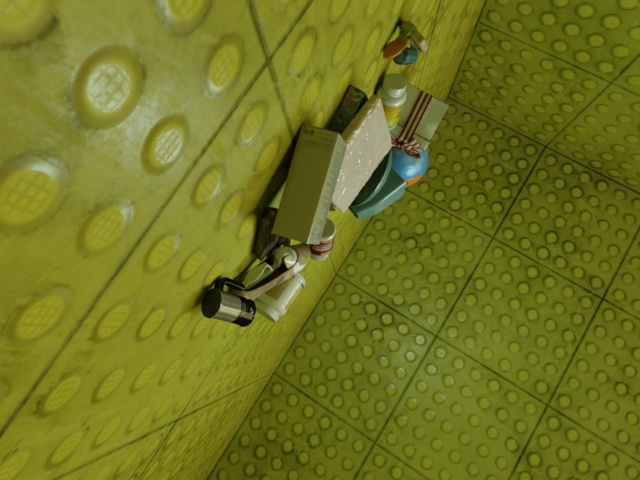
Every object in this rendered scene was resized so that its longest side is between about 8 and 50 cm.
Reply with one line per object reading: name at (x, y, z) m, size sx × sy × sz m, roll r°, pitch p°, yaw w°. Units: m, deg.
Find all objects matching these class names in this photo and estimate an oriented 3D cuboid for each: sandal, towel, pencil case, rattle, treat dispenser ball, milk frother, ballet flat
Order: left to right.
milk frother at (-0.286, 0.190, 1.219) m, size 0.143 × 0.129 × 0.135 m, roll -33°, pitch 142°, yaw 24°
ballet flat at (-0.167, -0.022, 1.288) m, size 0.084 × 0.058 × 0.250 m, roll -48°, pitch 170°, yaw -33°
ballet flat at (-0.155, 0.092, 1.381) m, size 0.316 × 0.107 × 0.106 m, roll -39°, pitch 154°, yaw -25°
sandal at (-0.124, 0.002, 1.507) m, size 0.219 × 0.060 × 0.090 m, roll -51°, pitch 167°, yaw -35°
towel at (0.117, -0.278, 1.427) m, size 0.332 × 0.053 × 0.317 m, roll -55°, pitch 158°, yaw -2°
treat dispenser ball at (0.419, -0.422, 2.208) m, size 0.288 × 0.288 × 0.288 m, roll -56°, pitch 169°, yaw -16°
pencil case at (0.319, -0.698, 1.580) m, size 0.152 × 0.064 × 0.070 m, roll -42°, pitch 122°, yaw -55°
rattle at (0.301, -0.668, 1.473) m, size 0.142 × 0.130 × 0.199 m, roll -62°, pitch 180°, yaw 16°

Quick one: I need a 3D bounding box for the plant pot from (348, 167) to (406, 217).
plant pot at (0.216, -0.240, 1.953) m, size 0.252 × 0.248 × 0.247 m, roll -43°, pitch 170°, yaw 0°

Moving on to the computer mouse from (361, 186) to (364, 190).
computer mouse at (0.118, -0.269, 1.558) m, size 0.071 × 0.041 × 0.242 m, roll -56°, pitch 138°, yaw -18°

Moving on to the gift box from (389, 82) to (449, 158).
gift box at (0.400, -0.539, 1.916) m, size 0.258 × 0.255 × 0.276 m, roll -62°, pitch 175°, yaw 9°

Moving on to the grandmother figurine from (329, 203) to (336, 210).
grandmother figurine at (0.098, -0.288, 1.635) m, size 0.342 × 0.104 × 0.208 m, roll -57°, pitch 155°, yaw -19°

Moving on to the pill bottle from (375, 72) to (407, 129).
pill bottle at (0.269, -0.541, 1.642) m, size 0.117 × 0.117 × 0.208 m, roll -54°, pitch 168°, yaw -25°

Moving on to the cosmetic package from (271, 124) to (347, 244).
cosmetic package at (-0.027, -0.150, 1.196) m, size 0.160 × 0.113 × 0.309 m, roll 10°, pitch 97°, yaw -78°

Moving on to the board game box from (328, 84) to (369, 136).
board game box at (0.091, -0.391, 1.400) m, size 0.194 × 0.060 × 0.194 m, roll -59°, pitch 170°, yaw 10°

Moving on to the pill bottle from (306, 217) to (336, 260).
pill bottle at (0.000, 0.000, 1.899) m, size 0.121 × 0.121 × 0.221 m, roll -53°, pitch 166°, yaw -28°

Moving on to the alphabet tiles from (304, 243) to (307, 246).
alphabet tiles at (-0.036, 0.015, 2.100) m, size 0.237 × 0.009 × 0.198 m, roll -49°, pitch 165°, yaw -42°

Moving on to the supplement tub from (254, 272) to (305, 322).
supplement tub at (-0.167, 0.204, 1.649) m, size 0.199 × 0.144 × 0.144 m, roll -54°, pitch 169°, yaw -22°

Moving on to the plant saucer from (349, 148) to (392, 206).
plant saucer at (0.190, -0.280, 1.703) m, size 0.317 × 0.044 × 0.317 m, roll -41°, pitch -142°, yaw 43°
